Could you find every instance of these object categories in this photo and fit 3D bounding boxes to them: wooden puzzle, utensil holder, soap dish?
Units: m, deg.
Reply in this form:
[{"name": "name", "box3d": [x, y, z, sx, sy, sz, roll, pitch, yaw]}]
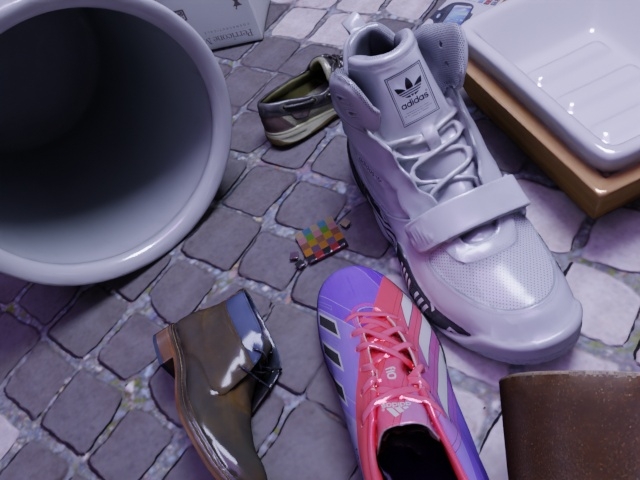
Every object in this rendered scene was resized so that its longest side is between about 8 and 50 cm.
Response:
[{"name": "wooden puzzle", "box3d": [0.000, 0.000, 0.659, 0.083, 0.006, 0.049, -27, 50, -3]}, {"name": "utensil holder", "box3d": [-0.347, -0.180, 0.714, 0.328, 0.327, 0.385, -41, 50, -14]}, {"name": "soap dish", "box3d": [0.303, -0.170, 0.615, 0.229, 0.118, 0.290, -26, 50, -2]}]

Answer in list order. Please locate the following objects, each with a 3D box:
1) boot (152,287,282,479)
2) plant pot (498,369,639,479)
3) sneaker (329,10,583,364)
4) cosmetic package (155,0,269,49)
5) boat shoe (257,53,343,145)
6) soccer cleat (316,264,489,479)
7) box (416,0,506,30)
[{"name": "boot", "box3d": [-0.077, 0.134, 0.534, 0.106, 0.082, 0.219, -35, 49, -6]}, {"name": "plant pot", "box3d": [0.209, 0.207, 0.321, 0.216, 0.215, 0.230, 2, 70, 20]}, {"name": "sneaker", "box3d": [0.109, -0.064, 0.539, 0.138, 0.210, 0.365, -27, 50, -2]}, {"name": "cosmetic package", "box3d": [-0.184, -0.437, 0.940, 0.152, 0.183, 0.151, -7, 52, 13]}, {"name": "boat shoe", "box3d": [0.012, -0.216, 0.776, 0.224, 0.073, 0.080, -37, 51, -10]}, {"name": "soccer cleat", "box3d": [0.063, 0.129, 0.467, 0.109, 0.116, 0.318, -20, 50, 3]}, {"name": "box", "box3d": [0.207, -0.320, 0.821, 0.081, 0.028, 0.136, 28, 69, 34]}]
